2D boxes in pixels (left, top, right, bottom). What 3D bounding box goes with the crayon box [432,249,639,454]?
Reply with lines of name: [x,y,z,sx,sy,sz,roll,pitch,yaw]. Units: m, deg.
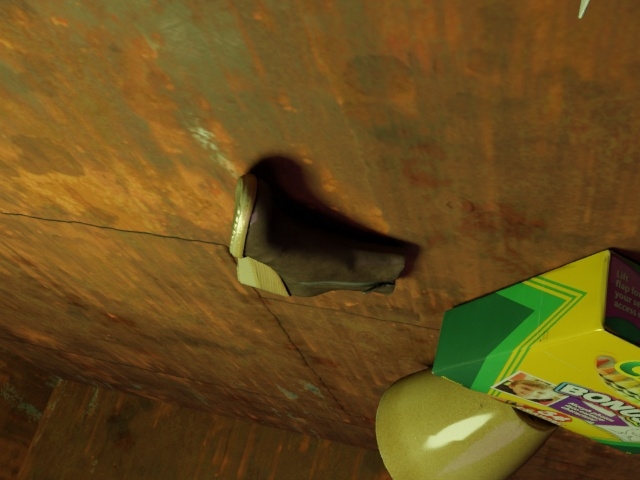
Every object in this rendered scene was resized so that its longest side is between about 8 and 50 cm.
crayon box: [0.382,0.165,0.921,0.362,0.106,0.313,24,155,-17]

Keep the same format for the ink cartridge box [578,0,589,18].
ink cartridge box: [0.110,-0.196,0.307,0.061,0.104,0.181,12,156,10]

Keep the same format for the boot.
boot: [0.000,0.000,0.871,0.206,0.090,0.248,3,155,-1]

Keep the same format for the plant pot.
plant pot: [0.255,0.284,1.156,0.237,0.237,0.254,25,141,-18]
